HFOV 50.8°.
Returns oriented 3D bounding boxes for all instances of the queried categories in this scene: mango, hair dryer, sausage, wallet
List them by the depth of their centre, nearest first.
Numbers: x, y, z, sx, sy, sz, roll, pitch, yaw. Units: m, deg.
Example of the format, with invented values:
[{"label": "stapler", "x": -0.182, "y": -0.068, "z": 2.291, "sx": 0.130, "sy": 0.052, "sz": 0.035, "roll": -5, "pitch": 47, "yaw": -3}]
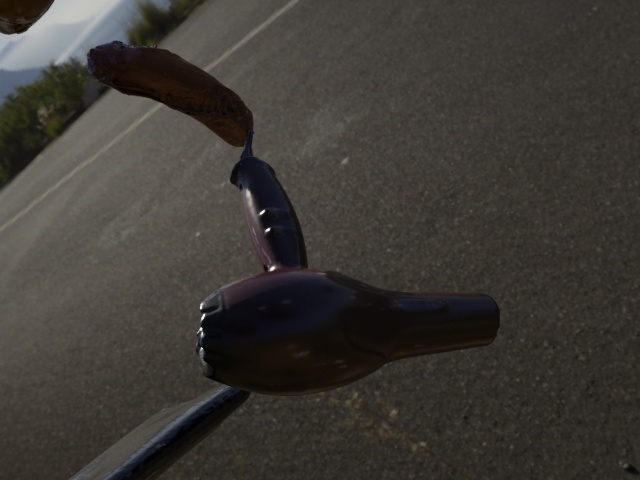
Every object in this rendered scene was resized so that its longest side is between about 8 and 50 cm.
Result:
[{"label": "wallet", "x": -0.211, "y": 0.242, "z": 0.666, "sx": 0.170, "sy": 0.044, "sz": 0.321, "roll": -29, "pitch": 2, "yaw": 34}, {"label": "hair dryer", "x": 0.000, "y": 0.000, "z": 0.744, "sx": 0.123, "sy": 0.312, "sz": 0.340, "roll": 109, "pitch": 149, "yaw": -49}, {"label": "mango", "x": -0.457, "y": -0.381, "z": 0.978, "sx": 0.249, "sy": 0.151, "sz": 0.156, "roll": -23, "pitch": 71, "yaw": 58}, {"label": "sausage", "x": -0.207, "y": -0.225, "z": 1.024, "sx": 0.079, "sy": 0.326, "sz": 0.087, "roll": 42, "pitch": 102, "yaw": 34}]
